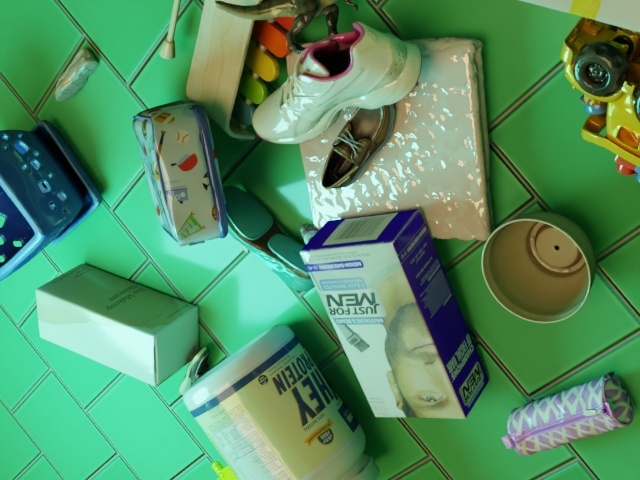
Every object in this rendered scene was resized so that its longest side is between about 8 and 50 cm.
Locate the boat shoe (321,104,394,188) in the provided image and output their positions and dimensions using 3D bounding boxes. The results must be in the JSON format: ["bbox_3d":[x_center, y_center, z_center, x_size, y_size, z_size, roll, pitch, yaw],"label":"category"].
[{"bbox_3d":[0.055,-0.144,1.530,0.066,0.066,0.183,37,129,15],"label":"boat shoe"}]

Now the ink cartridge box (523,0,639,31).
[{"bbox_3d":[0.390,-0.344,1.136,0.384,0.279,0.161,23,124,24],"label":"ink cartridge box"}]

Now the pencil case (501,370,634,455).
[{"bbox_3d":[0.387,0.276,1.562,0.206,0.088,0.086,-32,90,41],"label":"pencil case"}]

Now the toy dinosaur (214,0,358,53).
[{"bbox_3d":[-0.011,-0.339,1.486,0.268,0.064,0.118,-18,88,2],"label":"toy dinosaur"}]

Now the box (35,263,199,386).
[{"bbox_3d":[-0.406,0.165,2.014,0.311,0.148,0.121,17,120,26],"label":"box"}]

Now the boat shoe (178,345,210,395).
[{"bbox_3d":[-0.242,0.269,2.014,0.049,0.056,0.152,35,137,9],"label":"boat shoe"}]

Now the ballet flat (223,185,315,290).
[{"bbox_3d":[-0.099,0.007,1.770,0.247,0.083,0.087,40,143,14],"label":"ballet flat"}]

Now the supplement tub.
[{"bbox_3d":[-0.066,0.341,1.807,0.235,0.235,0.325,-36,90,40],"label":"supplement tub"}]

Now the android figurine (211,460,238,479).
[{"bbox_3d":[-0.116,0.548,2.061,0.273,0.056,0.248,52,130,0],"label":"android figurine"}]

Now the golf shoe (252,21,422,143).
[{"bbox_3d":[-0.003,-0.235,1.467,0.306,0.140,0.115,-21,58,36],"label":"golf shoe"}]

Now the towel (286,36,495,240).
[{"bbox_3d":[0.110,-0.157,1.563,0.331,0.053,0.317,5,116,33],"label":"towel"}]

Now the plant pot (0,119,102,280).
[{"bbox_3d":[-0.587,-0.087,1.969,0.236,0.212,0.236,-35,91,41],"label":"plant pot"}]

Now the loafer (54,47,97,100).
[{"bbox_3d":[-0.464,-0.313,1.890,0.125,0.045,0.039,-38,71,33],"label":"loafer"}]

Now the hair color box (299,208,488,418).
[{"bbox_3d":[0.122,0.126,1.623,0.185,0.110,0.339,-7,119,38],"label":"hair color box"}]

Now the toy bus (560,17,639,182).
[{"bbox_3d":[0.412,-0.172,1.307,0.220,0.149,0.211,32,142,20],"label":"toy bus"}]

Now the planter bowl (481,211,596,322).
[{"bbox_3d":[0.331,0.025,1.464,0.162,0.109,0.162,14,119,28],"label":"planter bowl"}]

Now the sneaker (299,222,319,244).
[{"bbox_3d":[0.000,0.000,1.723,0.038,0.069,0.098,-41,131,6],"label":"sneaker"}]

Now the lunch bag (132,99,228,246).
[{"bbox_3d":[-0.233,-0.109,1.693,0.303,0.114,0.243,-149,45,-74],"label":"lunch bag"}]

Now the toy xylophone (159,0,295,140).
[{"bbox_3d":[-0.152,-0.330,1.632,0.236,0.081,0.323,49,134,24],"label":"toy xylophone"}]
